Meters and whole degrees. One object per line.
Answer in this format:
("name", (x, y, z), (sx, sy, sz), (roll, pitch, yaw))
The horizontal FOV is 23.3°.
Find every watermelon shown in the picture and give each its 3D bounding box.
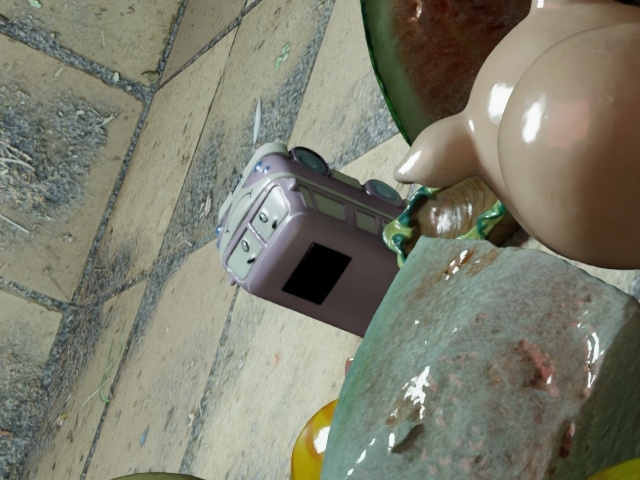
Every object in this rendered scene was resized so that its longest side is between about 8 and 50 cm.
("watermelon", (0.165, -0.258, 1.482), (0.250, 0.292, 0.283), (-116, 11, -70))
("watermelon", (0.150, 0.122, 1.092), (0.258, 0.228, 0.387), (-49, 17, 34))

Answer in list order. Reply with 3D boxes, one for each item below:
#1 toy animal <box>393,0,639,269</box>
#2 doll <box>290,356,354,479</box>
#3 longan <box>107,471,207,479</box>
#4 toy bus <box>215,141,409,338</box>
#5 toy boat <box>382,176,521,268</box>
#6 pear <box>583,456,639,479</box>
("toy animal", (0.209, -0.074, 1.108), (0.237, 0.269, 0.326), (-56, -20, 9))
("doll", (0.034, 0.256, 1.320), (0.167, 0.162, 0.269), (114, 179, -51))
("longan", (-0.191, 0.394, 1.564), (0.350, 0.288, 0.288), (-56, 21, 21))
("toy bus", (0.000, 0.000, 1.639), (0.142, 0.202, 0.142), (-56, 24, 28))
("toy boat", (0.153, -0.050, 1.457), (0.293, 0.099, 0.108), (129, 156, -57))
("pear", (0.205, 0.211, 0.861), (0.200, 0.200, 0.200), (-53, 23, 34))
